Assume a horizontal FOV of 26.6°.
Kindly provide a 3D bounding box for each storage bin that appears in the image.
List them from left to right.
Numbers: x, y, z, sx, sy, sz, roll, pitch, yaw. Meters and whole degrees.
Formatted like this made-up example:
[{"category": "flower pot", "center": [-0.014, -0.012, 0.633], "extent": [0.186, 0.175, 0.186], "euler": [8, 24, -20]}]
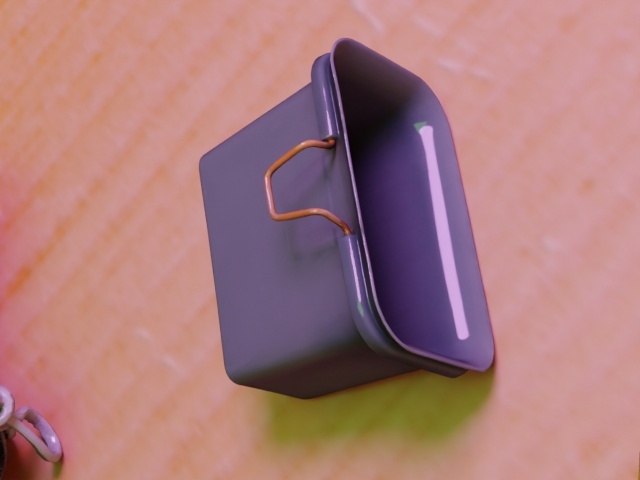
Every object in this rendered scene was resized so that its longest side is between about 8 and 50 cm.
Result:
[{"category": "storage bin", "center": [0.000, 0.000, 0.555], "extent": [0.091, 0.098, 0.135], "euler": [-26, 62, 31]}]

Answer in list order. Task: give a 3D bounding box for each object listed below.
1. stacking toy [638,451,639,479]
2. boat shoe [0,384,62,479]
[{"category": "stacking toy", "center": [0.205, 0.006, 0.431], "extent": [0.221, 0.052, 0.167], "euler": [-6, 70, 44]}, {"category": "boat shoe", "center": [-0.183, 0.089, 0.610], "extent": [0.104, 0.113, 0.306], "euler": [-4, 74, 21]}]
